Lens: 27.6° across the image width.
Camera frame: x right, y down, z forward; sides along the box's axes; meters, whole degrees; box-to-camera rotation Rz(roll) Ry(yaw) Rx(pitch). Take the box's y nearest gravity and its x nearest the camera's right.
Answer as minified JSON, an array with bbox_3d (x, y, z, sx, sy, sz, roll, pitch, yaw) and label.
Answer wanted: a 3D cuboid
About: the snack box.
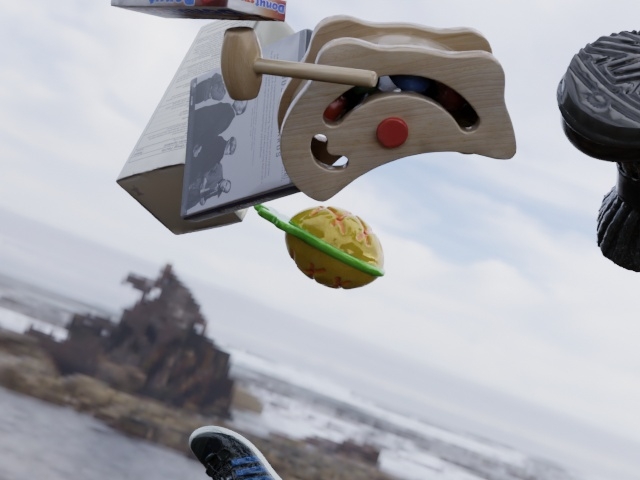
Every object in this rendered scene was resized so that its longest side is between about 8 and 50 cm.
[{"bbox_3d":[-0.110,-0.210,1.147,0.064,0.022,0.178,6,4,-42],"label":"snack box"}]

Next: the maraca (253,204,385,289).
[{"bbox_3d":[0.000,0.000,1.643,0.186,0.099,0.127,27,2,-13],"label":"maraca"}]

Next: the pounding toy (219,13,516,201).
[{"bbox_3d":[0.043,-0.100,1.139,0.270,0.154,0.155,4,28,-6],"label":"pounding toy"}]

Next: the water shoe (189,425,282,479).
[{"bbox_3d":[-0.104,0.334,1.777,0.203,0.073,0.080,39,26,5],"label":"water shoe"}]

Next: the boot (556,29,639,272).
[{"bbox_3d":[0.327,-0.077,1.321,0.348,0.260,0.131,-21,51,-42],"label":"boot"}]

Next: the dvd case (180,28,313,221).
[{"bbox_3d":[-0.083,-0.126,1.485,0.030,0.179,0.239,12,-15,-36],"label":"dvd case"}]

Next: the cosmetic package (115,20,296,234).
[{"bbox_3d":[-0.136,-0.166,1.787,0.153,0.296,0.129,-8,-43,44],"label":"cosmetic package"}]
